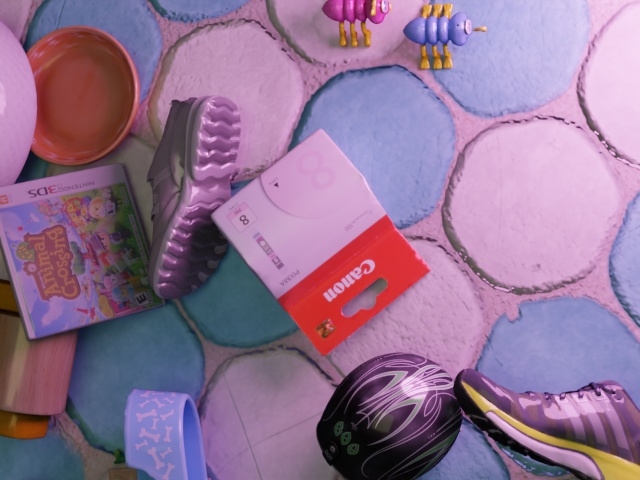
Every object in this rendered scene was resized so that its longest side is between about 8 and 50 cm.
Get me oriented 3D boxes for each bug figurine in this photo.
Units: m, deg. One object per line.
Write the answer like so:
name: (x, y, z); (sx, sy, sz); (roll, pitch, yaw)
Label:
bug figurine: (0.104, -0.362, 1.510); (0.216, 0.072, 0.279); (-3, 86, 16)

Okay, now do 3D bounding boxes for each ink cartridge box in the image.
ink cartridge box: (0.000, 0.000, 1.504); (0.189, 0.066, 0.232); (-38, 72, -5)

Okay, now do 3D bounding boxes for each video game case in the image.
video game case: (-0.331, 0.012, 1.575); (0.193, 0.023, 0.212); (-14, 80, -26)

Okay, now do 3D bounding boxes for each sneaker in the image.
sneaker: (0.299, 0.213, 1.386); (0.300, 0.111, 0.121); (25, 80, -6)
sneaker: (-0.183, -0.060, 1.576); (0.115, 0.105, 0.281); (15, 91, 44)

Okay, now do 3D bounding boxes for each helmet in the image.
helmet: (0.092, 0.217, 1.432); (0.161, 0.169, 0.169); (-45, 76, 21)

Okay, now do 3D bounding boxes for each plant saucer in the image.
plant saucer: (-0.344, -0.203, 1.647); (0.199, 0.037, 0.200); (-1, 85, 16)

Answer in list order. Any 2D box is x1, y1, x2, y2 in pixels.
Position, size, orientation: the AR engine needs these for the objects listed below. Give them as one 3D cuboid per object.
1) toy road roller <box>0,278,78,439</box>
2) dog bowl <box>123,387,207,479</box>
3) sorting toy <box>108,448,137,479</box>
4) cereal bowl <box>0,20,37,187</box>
toy road roller: (-0.517, 0.146, 1.566); (0.329, 0.240, 0.203); (9, 89, 16)
dog bowl: (-0.191, 0.336, 1.507); (0.074, 0.166, 0.297); (-9, 84, 4)
sorting toy: (-0.263, 0.329, 1.600); (0.062, 0.012, 0.083); (-7, 88, 20)
cereal bowl: (-0.577, -0.188, 1.639); (0.338, 0.141, 0.339); (-2, 86, 23)
